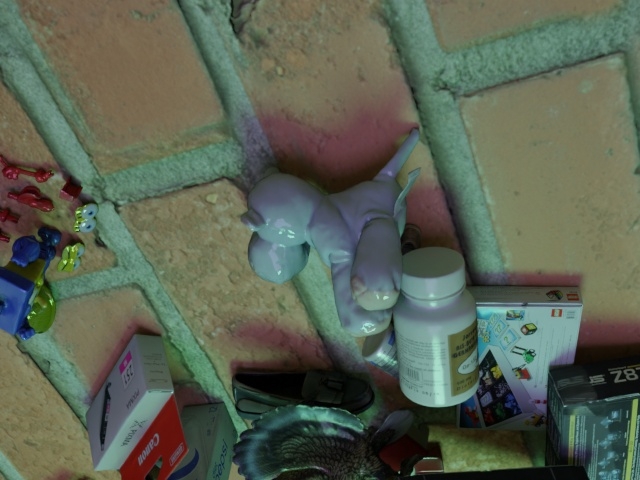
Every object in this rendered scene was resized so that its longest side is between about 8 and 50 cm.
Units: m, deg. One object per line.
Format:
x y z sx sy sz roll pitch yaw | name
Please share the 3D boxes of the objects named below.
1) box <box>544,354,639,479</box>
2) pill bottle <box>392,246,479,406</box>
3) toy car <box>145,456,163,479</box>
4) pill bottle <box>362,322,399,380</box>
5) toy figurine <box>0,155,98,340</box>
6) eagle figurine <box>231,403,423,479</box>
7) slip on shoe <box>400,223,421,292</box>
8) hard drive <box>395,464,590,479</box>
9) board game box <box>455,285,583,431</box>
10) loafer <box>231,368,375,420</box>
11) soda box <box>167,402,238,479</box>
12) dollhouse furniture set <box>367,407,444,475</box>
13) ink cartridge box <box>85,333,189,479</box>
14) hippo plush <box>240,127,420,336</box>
0.565 0.370 1.449 0.318 0.097 0.395 -11 126 0 | box
0.181 0.133 1.288 0.131 0.131 0.229 -3 116 10 | pill bottle
-0.275 0.477 1.647 0.188 0.155 0.149 -2 127 -3 | toy car
0.147 0.205 1.424 0.137 0.078 0.078 34 124 -16 | pill bottle
-0.518 0.072 1.332 0.191 0.217 0.363 25 125 -11 | toy figurine
0.016 0.392 1.432 0.298 0.225 0.227 12 100 18 | eagle figurine
0.138 0.039 1.326 0.051 0.041 0.135 9 127 1 | slip on shoe
0.261 0.471 1.388 0.338 0.064 0.237 0 134 -15 | hard drive
0.334 0.210 1.418 0.192 0.053 0.306 1 126 6 | board game box
-0.038 0.276 1.497 0.267 0.096 0.084 -7 119 15 | loafer
-0.230 0.439 1.519 0.091 0.286 0.098 -9 124 12 | soda box
0.097 0.518 1.616 0.201 0.152 0.374 39 122 -20 | dollhouse furniture set
-0.345 0.348 1.503 0.060 0.239 0.275 9 133 -34 | ink cartridge box
0.000 0.000 1.197 0.236 0.234 0.294 10 128 0 | hippo plush
